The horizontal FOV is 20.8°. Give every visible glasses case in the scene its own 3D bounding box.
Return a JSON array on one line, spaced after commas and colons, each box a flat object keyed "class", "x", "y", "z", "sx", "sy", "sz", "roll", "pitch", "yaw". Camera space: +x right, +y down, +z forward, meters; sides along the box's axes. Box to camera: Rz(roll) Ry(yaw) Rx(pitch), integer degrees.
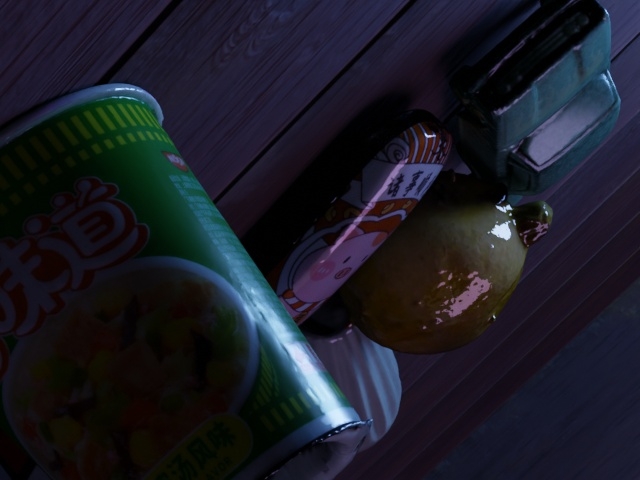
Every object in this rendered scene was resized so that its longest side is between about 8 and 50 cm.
[{"class": "glasses case", "x": 0.000, "y": 0.000, "z": 1.367, "sx": 0.266, "sy": 0.067, "sz": 0.103, "roll": -46, "pitch": 166, "yaw": 21}]

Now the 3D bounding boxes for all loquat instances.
[{"class": "loquat", "x": 0.101, "y": 0.013, "z": 1.481, "sx": 0.204, "sy": 0.149, "sz": 0.172, "roll": -28, "pitch": 158, "yaw": 18}]

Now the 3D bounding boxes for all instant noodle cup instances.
[{"class": "instant noodle cup", "x": -0.104, "y": 0.065, "z": 0.969, "sx": 0.207, "sy": 0.232, "sz": 0.207, "roll": -37, "pitch": 164, "yaw": -12}]

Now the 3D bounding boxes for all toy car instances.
[{"class": "toy car", "x": 0.188, "y": -0.109, "z": 1.464, "sx": 0.141, "sy": 0.097, "sz": 0.320, "roll": -41, "pitch": 166, "yaw": -4}]

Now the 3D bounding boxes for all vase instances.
[{"class": "vase", "x": 0.011, "y": 0.113, "z": 1.638, "sx": 0.128, "sy": 0.128, "sz": 0.248, "roll": -37, "pitch": 156, "yaw": -15}]

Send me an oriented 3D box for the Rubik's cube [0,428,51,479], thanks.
[{"class": "Rubik's cube", "x": -0.141, "y": 0.157, "z": 1.245, "sx": 0.187, "sy": 0.182, "sz": 0.184, "roll": -26, "pitch": 159, "yaw": -47}]
